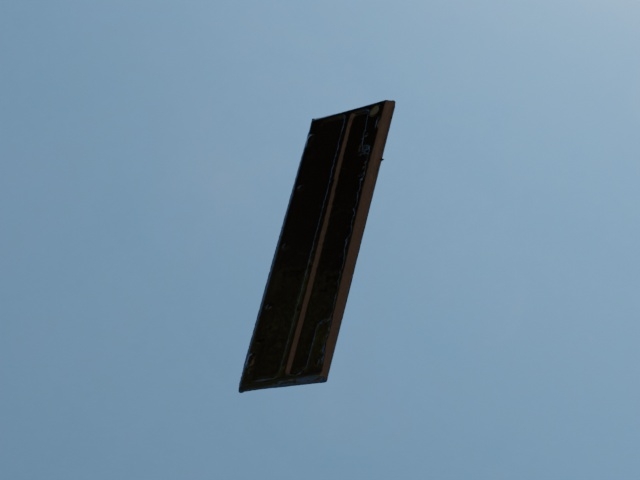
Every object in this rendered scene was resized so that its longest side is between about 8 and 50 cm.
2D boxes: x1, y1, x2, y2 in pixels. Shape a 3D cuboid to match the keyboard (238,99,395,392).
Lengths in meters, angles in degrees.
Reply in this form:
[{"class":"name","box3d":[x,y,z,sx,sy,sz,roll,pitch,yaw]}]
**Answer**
[{"class":"keyboard","box3d":[0.000,0.000,0.977,0.010,0.064,0.198,46,-134,-39]}]
